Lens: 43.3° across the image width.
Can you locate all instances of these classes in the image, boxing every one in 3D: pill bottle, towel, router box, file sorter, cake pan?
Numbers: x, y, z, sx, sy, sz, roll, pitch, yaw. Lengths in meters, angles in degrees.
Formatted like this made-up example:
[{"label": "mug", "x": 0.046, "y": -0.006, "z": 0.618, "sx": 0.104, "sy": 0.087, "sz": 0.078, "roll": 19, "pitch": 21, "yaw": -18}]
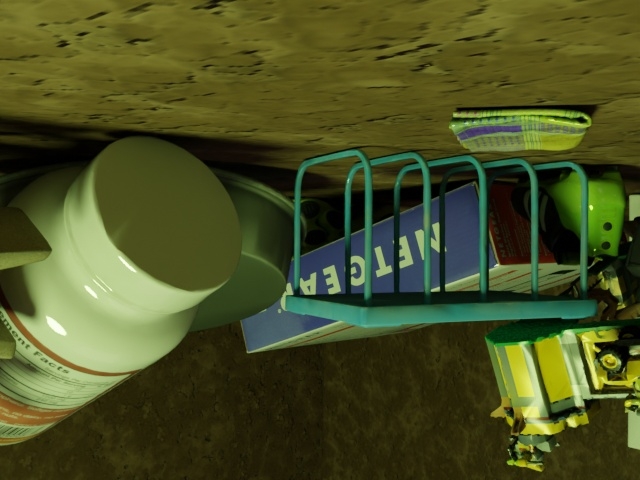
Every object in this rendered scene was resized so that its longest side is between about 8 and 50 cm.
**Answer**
[{"label": "pill bottle", "x": -0.147, "y": 0.032, "z": 0.471, "sx": 0.216, "sy": 0.121, "sz": 0.121, "roll": -33, "pitch": 159, "yaw": 36}, {"label": "towel", "x": 0.090, "y": -0.049, "z": 0.363, "sx": 0.060, "sy": 0.009, "sz": 0.083, "roll": 1, "pitch": 180, "yaw": 13}, {"label": "router box", "x": 0.126, "y": 0.037, "z": 0.902, "sx": 0.335, "sy": 0.082, "sz": 0.301, "roll": -24, "pitch": 164, "yaw": 38}, {"label": "file sorter", "x": 0.076, "y": -0.002, "z": 0.536, "sx": 0.170, "sy": 0.104, "sz": 0.118, "roll": 0, "pitch": 179, "yaw": -24}, {"label": "cake pan", "x": -0.154, "y": 0.022, "z": 0.661, "sx": 0.293, "sy": 0.054, "sz": 0.293, "roll": -5, "pitch": 159, "yaw": -2}]

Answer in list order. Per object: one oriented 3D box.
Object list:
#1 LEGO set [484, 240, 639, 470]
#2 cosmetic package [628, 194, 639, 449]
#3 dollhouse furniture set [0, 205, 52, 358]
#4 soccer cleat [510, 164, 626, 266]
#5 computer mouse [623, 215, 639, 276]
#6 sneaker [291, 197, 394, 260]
[{"label": "LEGO set", "x": 0.285, "y": 0.113, "z": 0.586, "sx": 0.255, "sy": 0.192, "sz": 0.331, "roll": -12, "pitch": -174, "yaw": 32}, {"label": "cosmetic package", "x": 0.492, "y": 0.090, "z": 0.775, "sx": 0.097, "sy": 0.284, "sz": 0.377, "roll": 2, "pitch": 178, "yaw": -41}, {"label": "dollhouse furniture set", "x": -0.284, "y": 0.056, "z": 0.418, "sx": 0.135, "sy": 0.262, "sz": 0.259, "roll": 3, "pitch": -151, "yaw": -48}, {"label": "soccer cleat", "x": 0.189, "y": -0.016, "z": 0.634, "sx": 0.060, "sy": 0.072, "sz": 0.179, "roll": 0, "pitch": 180, "yaw": 0}, {"label": "computer mouse", "x": 0.281, "y": -0.026, "z": 0.586, "sx": 0.262, "sy": 0.060, "sz": 0.184, "roll": -13, "pitch": -177, "yaw": -32}, {"label": "sneaker", "x": 0.000, "y": 0.000, "z": 1.107, "sx": 0.124, "sy": 0.109, "sz": 0.296, "roll": -5, "pitch": 177, "yaw": 37}]
